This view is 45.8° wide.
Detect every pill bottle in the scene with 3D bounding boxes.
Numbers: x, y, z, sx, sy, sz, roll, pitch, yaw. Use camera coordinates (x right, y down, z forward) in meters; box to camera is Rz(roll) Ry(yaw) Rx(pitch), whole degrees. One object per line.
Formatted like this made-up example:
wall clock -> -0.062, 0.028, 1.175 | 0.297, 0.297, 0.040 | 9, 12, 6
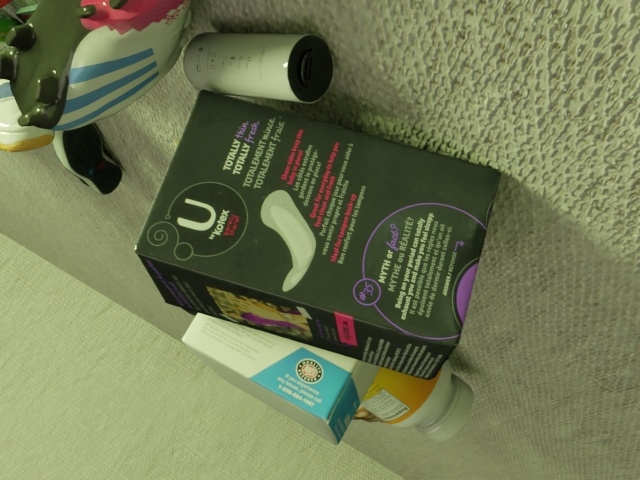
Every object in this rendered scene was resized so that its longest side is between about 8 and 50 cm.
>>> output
pill bottle -> 0.103, 0.188, 1.109 | 0.245, 0.136, 0.136 | 37, 161, -16

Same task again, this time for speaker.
speaker -> -0.055, -0.148, 0.642 | 0.136, 0.055, 0.055 | 14, 154, 42

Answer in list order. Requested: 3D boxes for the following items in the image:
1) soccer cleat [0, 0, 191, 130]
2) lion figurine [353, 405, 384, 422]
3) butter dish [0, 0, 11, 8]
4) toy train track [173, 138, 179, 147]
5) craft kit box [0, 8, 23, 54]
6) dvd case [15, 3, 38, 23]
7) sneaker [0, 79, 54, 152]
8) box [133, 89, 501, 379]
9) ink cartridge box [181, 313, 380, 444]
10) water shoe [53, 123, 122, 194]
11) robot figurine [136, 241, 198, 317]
soccer cleat -> -0.156, -0.200, 0.624 | 0.331, 0.143, 0.116 | -29, 86, 48
lion figurine -> -0.028, 0.163, 1.260 | 0.240, 0.142, 0.392 | -6, 135, 50
butter dish -> -0.355, -0.273, 0.706 | 0.160, 0.118, 0.160 | 29, 160, 10
toy train track -> -0.156, -0.103, 0.981 | 0.083, 0.014, 0.048 | 32, 162, -1
craft kit box -> -0.440, -0.256, 0.769 | 0.246, 0.061, 0.250 | 35, -165, 0
dvd case -> -0.292, -0.227, 0.888 | 0.087, 0.013, 0.119 | 11, 153, 46
sneaker -> -0.445, -0.238, 1.001 | 0.296, 0.111, 0.131 | 34, 132, 27
box -> 0.000, 0.000, 0.676 | 0.270, 0.165, 0.143 | 17, 159, 5
ink cartridge box -> -0.002, 0.068, 0.824 | 0.171, 0.233, 0.168 | 26, 163, 16
water shoe -> -0.374, -0.135, 1.156 | 0.080, 0.073, 0.203 | 29, 161, 17
robot figurine -> -0.107, 0.047, 1.027 | 0.278, 0.209, 0.173 | 35, 148, -9
